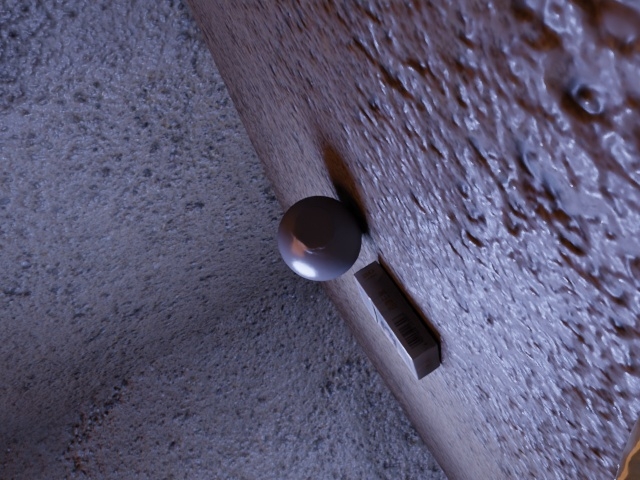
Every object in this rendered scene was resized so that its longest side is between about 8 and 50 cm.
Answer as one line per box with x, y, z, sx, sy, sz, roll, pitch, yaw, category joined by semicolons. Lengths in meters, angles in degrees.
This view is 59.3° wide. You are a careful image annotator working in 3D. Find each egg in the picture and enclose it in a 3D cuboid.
0.000;0.000;1.191;0.176;0.176;0.232;57;175;19;egg

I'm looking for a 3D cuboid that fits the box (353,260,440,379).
0.164;0.171;1.212;0.233;0.067;0.149;56;172;32;box

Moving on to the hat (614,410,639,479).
0.274;0.206;0.252;0.302;0.168;0.257;26;114;38;hat
